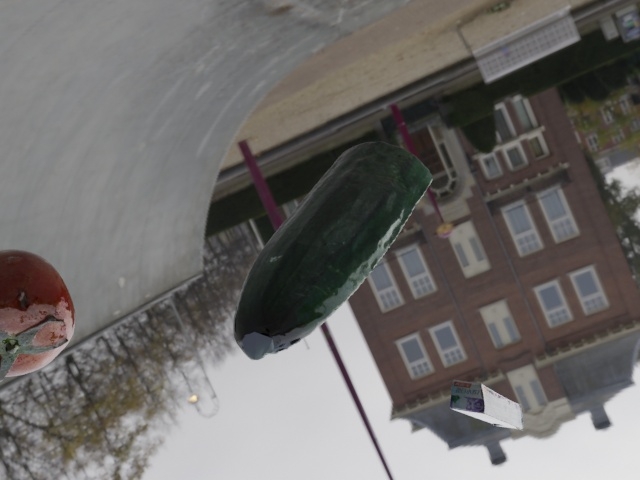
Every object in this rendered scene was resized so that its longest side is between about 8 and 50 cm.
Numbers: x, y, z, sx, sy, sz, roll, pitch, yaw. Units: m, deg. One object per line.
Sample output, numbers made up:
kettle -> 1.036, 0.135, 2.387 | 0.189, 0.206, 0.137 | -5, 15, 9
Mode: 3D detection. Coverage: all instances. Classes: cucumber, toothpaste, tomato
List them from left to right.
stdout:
tomato -> -0.404, 0.092, 0.888 | 0.167, 0.167, 0.167 | -24, -175, 2
cucumber -> 0.000, 0.000, 0.588 | 0.115, 0.063, 0.244 | -13, -151, 37
toothpaste -> 0.226, 0.221, 0.915 | 0.047, 0.040, 0.196 | 0, 162, 31
